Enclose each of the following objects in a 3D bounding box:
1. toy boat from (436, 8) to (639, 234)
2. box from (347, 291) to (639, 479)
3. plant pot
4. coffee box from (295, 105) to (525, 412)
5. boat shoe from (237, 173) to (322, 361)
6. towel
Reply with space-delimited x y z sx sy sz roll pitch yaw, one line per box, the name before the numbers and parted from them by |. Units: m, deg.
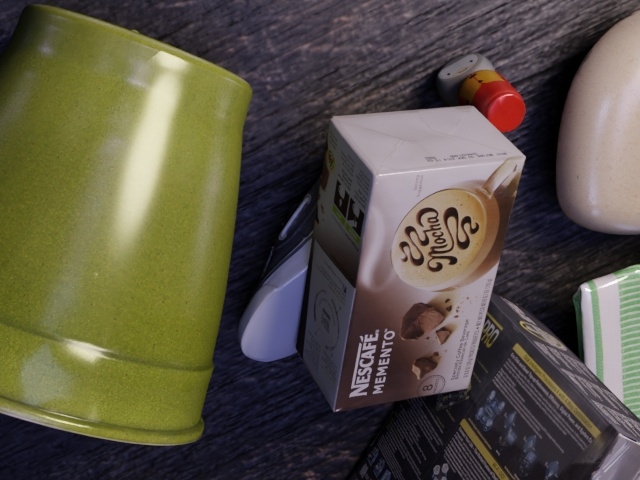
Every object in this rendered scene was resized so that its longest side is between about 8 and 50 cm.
toy boat | 0.291 -0.147 1.330 0.318 0.148 0.267 7 111 -18
box | 0.179 0.258 1.288 0.097 0.395 0.318 25 101 -20
plant pot | -0.234 -0.031 1.189 0.367 0.366 0.352 19 92 -13
coffee box | 0.085 0.021 1.249 0.168 0.119 0.297 -7 126 -23
boat shoe | 0.000 0.000 1.341 0.108 0.102 0.301 21 112 -38
towel | 0.458 0.128 1.393 0.325 0.038 0.247 -10 107 -4
